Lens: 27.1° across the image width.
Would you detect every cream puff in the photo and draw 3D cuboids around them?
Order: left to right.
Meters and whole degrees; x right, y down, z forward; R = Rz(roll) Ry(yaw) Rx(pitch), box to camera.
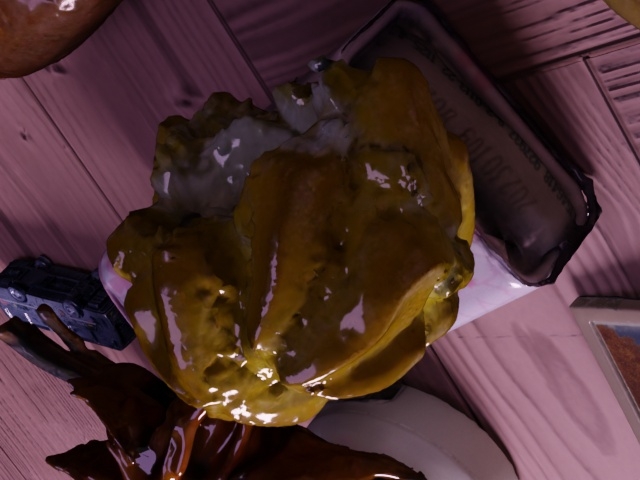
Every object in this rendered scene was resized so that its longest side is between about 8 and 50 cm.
[{"bbox_3d":[-0.017,0.016,0.718,0.221,0.195,0.194,-13,117,49],"label":"cream puff"}]

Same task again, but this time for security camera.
[{"bbox_3d":[0.026,0.247,1.022,0.194,0.236,0.194,25,142,22],"label":"security camera"}]

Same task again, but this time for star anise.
[{"bbox_3d":[-0.100,0.128,0.925,0.346,0.148,0.237,20,113,31],"label":"star anise"}]

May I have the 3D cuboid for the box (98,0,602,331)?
[{"bbox_3d":[0.000,0.000,0.908,0.190,0.112,0.370,46,143,-7],"label":"box"}]

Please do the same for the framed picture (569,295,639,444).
[{"bbox_3d":[0.282,0.111,0.810,0.250,0.016,0.184,0,127,52],"label":"framed picture"}]

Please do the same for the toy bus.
[{"bbox_3d":[-0.233,0.057,1.224,0.166,0.047,0.065,11,137,37],"label":"toy bus"}]

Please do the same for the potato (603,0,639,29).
[{"bbox_3d":[0.203,-0.145,0.573,0.194,0.157,0.157,25,141,2],"label":"potato"}]

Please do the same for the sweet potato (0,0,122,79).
[{"bbox_3d":[-0.189,-0.182,0.892,0.337,0.131,0.131,-9,120,47],"label":"sweet potato"}]
